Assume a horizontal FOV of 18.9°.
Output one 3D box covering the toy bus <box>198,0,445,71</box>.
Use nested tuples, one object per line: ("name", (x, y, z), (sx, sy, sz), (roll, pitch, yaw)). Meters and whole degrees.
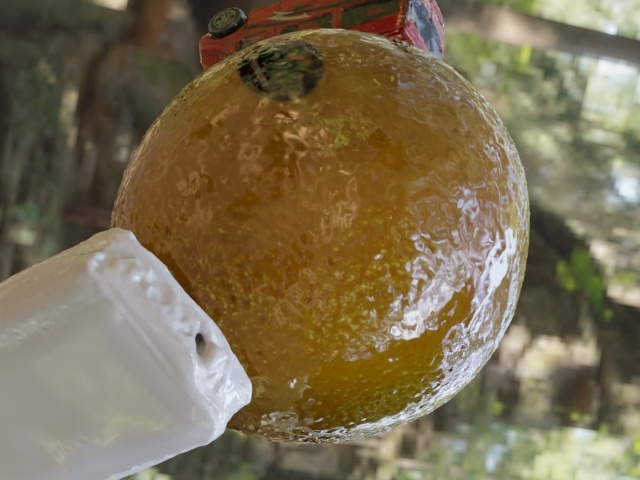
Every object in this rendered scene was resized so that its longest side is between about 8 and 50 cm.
("toy bus", (-0.003, -0.145, 1.502), (0.195, 0.081, 0.089), (-15, -141, 21))

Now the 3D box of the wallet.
("wallet", (-0.102, 0.056, 0.762), (0.190, 0.095, 0.033), (-24, -161, 48))

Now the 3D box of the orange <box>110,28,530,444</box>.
("orange", (0.000, 0.000, 1.222), (0.274, 0.274, 0.274), (-170, -90, -67))
